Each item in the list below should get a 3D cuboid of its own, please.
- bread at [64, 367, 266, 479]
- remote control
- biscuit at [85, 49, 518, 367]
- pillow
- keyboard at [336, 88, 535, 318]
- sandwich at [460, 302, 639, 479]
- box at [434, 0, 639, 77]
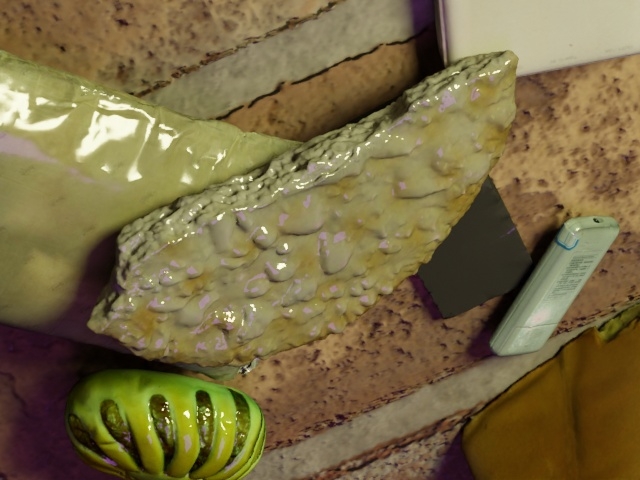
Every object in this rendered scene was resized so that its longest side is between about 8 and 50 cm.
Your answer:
[{"bbox_3d":[-0.100,0.128,1.042,0.130,0.071,0.139,0,163,11],"label":"bread"},{"bbox_3d":[0.161,0.033,1.087,0.053,0.018,0.124,-5,135,-40],"label":"remote control"},{"bbox_3d":[-0.001,-0.001,0.933,0.290,0.038,0.141,-29,133,-9],"label":"biscuit"},{"bbox_3d":[-0.137,-0.016,0.932,0.302,0.075,0.185,17,118,-28],"label":"pillow"},{"bbox_3d":[0.079,-0.023,1.028,0.074,0.015,0.196,-24,132,10],"label":"keyboard"},{"bbox_3d":[0.247,0.173,1.117,0.227,0.198,0.155,-40,128,20],"label":"sandwich"},{"bbox_3d":[0.126,-0.212,0.860,0.142,0.044,0.285,-12,132,-3],"label":"box"}]
